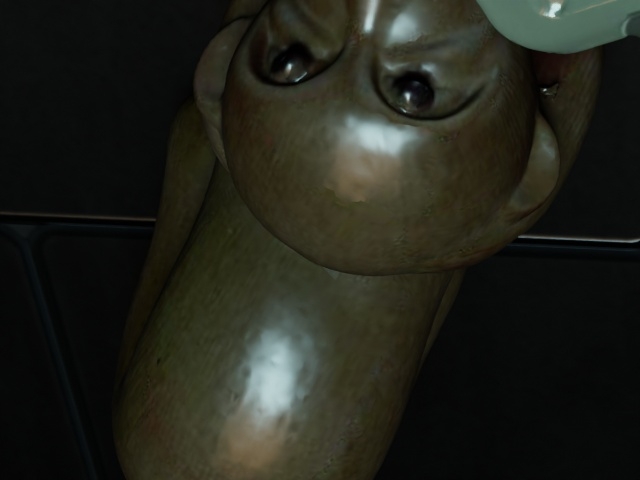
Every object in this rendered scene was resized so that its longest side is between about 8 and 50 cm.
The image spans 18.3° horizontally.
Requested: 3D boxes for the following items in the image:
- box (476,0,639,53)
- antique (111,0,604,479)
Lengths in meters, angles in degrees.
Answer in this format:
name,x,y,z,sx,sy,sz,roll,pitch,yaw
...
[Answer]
name,x,y,z,sx,sy,sz,roll,pitch,yaw
box,0.073,-0.146,0.520,0.124,0.093,0.172,-16,128,27
antique,0.000,0.000,0.648,0.121,0.143,0.257,24,133,-6
